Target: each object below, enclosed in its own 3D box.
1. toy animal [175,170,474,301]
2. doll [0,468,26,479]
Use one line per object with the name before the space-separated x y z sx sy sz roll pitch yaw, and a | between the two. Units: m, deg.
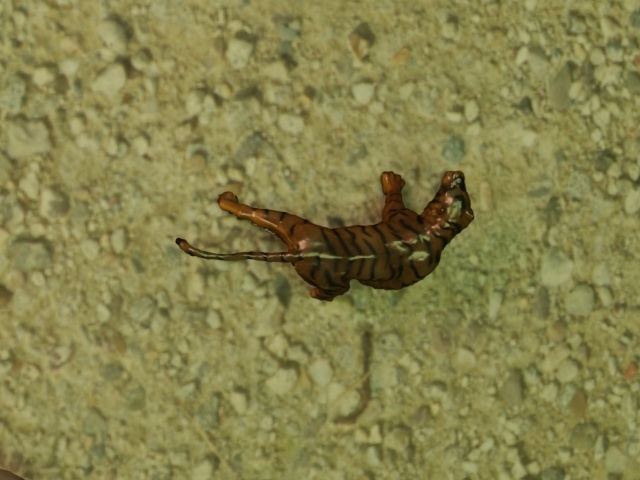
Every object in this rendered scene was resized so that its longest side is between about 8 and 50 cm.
toy animal | 0.002 0.008 1.501 0.255 0.116 0.114 -9 99 -20
doll | -0.347 0.210 1.385 0.287 0.151 0.151 33 85 -16
